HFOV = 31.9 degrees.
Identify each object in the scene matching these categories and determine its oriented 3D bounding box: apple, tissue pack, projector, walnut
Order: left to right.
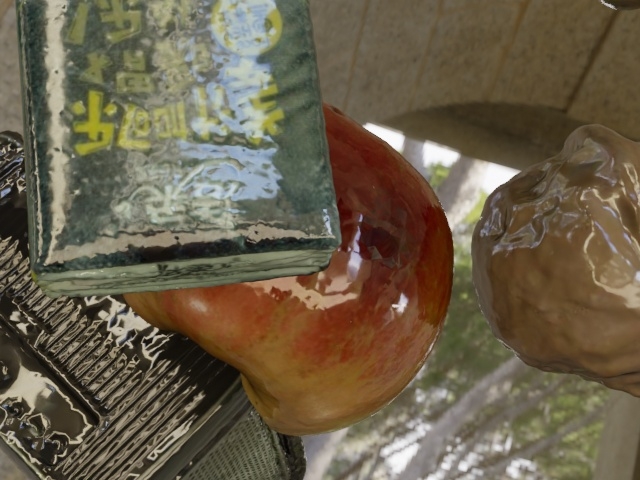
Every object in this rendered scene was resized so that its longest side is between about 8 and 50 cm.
[{"bbox_3d":[-0.226,0.139,1.150,0.395,0.242,0.405,41,-18,21],"label":"projector"},{"bbox_3d":[-0.094,-0.102,0.708,0.185,0.257,0.081,-5,-14,-7],"label":"tissue pack"},{"bbox_3d":[0.000,0.000,0.874,0.293,0.251,0.163,43,-35,-19],"label":"apple"},{"bbox_3d":[0.263,0.017,1.000,0.227,0.273,0.273,48,-37,-14],"label":"walnut"}]

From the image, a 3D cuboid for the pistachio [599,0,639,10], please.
[{"bbox_3d":[0.196,-0.309,0.444,0.281,0.365,0.446,21,-69,7],"label":"pistachio"}]
